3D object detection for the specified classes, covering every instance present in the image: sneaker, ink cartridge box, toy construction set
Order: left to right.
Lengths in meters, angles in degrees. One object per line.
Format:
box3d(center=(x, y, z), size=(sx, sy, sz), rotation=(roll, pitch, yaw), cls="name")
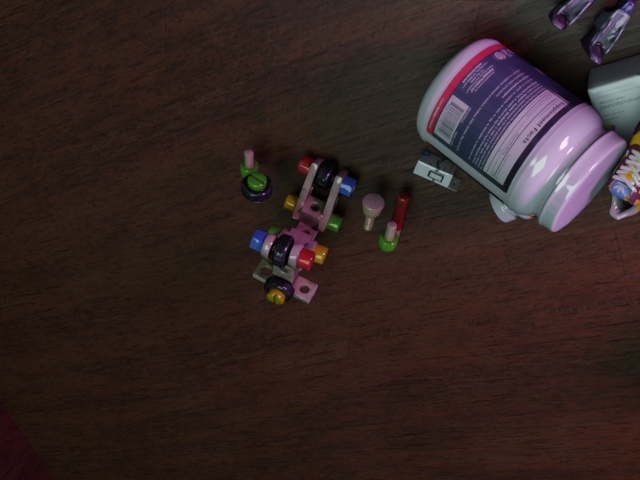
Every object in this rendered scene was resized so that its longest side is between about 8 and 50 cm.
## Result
box3d(center=(0.000, 0.000, 1.510), size=(0.308, 0.258, 0.237), rotation=(1, 142, -5), cls="toy construction set")
box3d(center=(0.211, -0.124, 1.412), size=(0.083, 0.048, 0.028), rotation=(25, 126, 5), cls="ink cartridge box")
box3d(center=(0.458, -0.099, 1.149), size=(0.069, 0.083, 0.185), rotation=(47, 166, 37), cls="sneaker")
box3d(center=(0.516, -0.174, 1.229), size=(0.154, 0.093, 0.212), rotation=(-12, 117, 28), cls="ink cartridge box")

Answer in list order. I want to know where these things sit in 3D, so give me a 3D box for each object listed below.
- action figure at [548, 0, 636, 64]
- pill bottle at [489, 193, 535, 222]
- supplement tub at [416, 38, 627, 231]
box3d(center=(0.455, -0.393, 1.116), size=(0.185, 0.099, 0.285), rotation=(39, 124, 2), cls="action figure")
box3d(center=(0.367, -0.088, 1.348), size=(0.152, 0.086, 0.086), rotation=(-28, 107, 33), cls="pill bottle")
box3d(center=(0.300, -0.161, 1.218), size=(0.272, 0.191, 0.191), rotation=(42, 130, 21), cls="supplement tub")
